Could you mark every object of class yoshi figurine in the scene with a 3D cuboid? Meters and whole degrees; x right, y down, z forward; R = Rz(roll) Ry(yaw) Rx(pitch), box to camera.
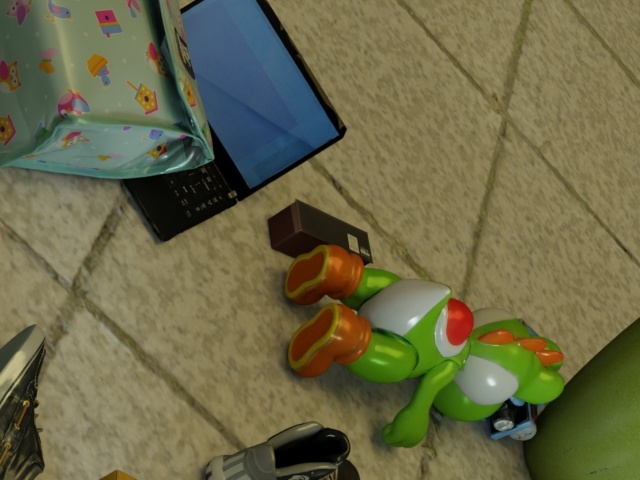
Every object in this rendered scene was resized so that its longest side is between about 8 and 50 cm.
[{"bbox_3d":[0.117,0.138,2.091,0.362,0.203,0.203,19,6,-27],"label":"yoshi figurine"}]

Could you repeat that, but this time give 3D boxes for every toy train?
[{"bbox_3d":[0.245,0.178,2.271,0.105,0.080,0.184,39,36,-38],"label":"toy train"}]

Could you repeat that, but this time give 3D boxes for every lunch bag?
[{"bbox_3d":[-0.225,-0.187,1.847,0.262,0.160,0.223,2,67,-47],"label":"lunch bag"}]

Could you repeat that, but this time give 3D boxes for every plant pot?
[{"bbox_3d":[0.416,0.239,2.244,0.275,0.293,0.274,35,38,-33],"label":"plant pot"}]

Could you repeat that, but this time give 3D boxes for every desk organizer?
[{"bbox_3d":[0.000,0.000,2.110,0.130,0.050,0.047,24,45,-42],"label":"desk organizer"}]

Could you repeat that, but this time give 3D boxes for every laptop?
[{"bbox_3d":[-0.132,-0.158,1.985,0.234,0.136,0.264,58,32,1],"label":"laptop"}]

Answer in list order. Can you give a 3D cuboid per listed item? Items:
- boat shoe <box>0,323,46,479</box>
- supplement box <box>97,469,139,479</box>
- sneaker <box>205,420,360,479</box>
[{"bbox_3d":[-0.280,0.162,1.581,0.083,0.065,0.183,47,40,-20],"label":"boat shoe"},{"bbox_3d":[-0.188,0.330,1.433,0.129,0.191,0.194,34,38,-33],"label":"supplement box"},{"bbox_3d":[-0.001,0.240,1.824,0.229,0.132,0.086,7,58,-51],"label":"sneaker"}]
